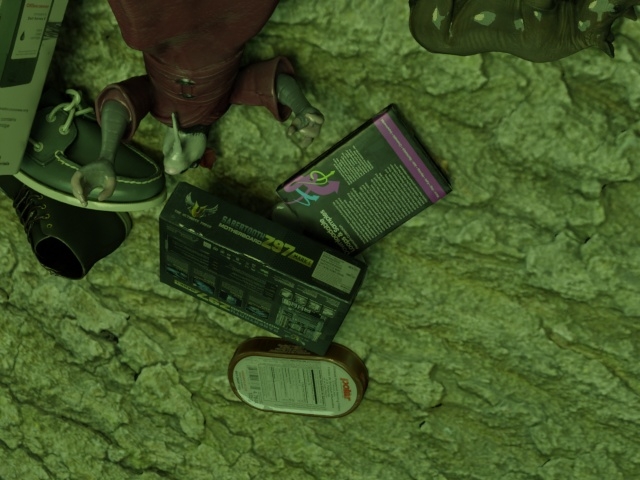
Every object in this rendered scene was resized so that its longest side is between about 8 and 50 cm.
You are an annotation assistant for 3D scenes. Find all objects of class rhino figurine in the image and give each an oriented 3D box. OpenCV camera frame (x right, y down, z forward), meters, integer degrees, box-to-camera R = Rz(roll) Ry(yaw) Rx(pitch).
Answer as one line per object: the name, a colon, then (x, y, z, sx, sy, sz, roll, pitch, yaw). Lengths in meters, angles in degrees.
rhino figurine: (0.197, -0.222, 0.797, 0.243, 0.073, 0.106, 7, 116, 11)

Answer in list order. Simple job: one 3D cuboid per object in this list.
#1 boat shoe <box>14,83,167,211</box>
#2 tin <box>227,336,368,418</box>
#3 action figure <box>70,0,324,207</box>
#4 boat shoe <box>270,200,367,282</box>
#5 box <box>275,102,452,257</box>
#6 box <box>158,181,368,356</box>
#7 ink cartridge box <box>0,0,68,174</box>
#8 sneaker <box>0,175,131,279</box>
boat shoe: (-0.319, -0.133, 0.976, 0.319, 0.116, 0.099, 26, 123, 9)
tin: (-0.032, 0.184, 1.114, 0.190, 0.040, 0.106, 2, 123, 15)
action figure: (-0.142, -0.200, 0.845, 0.248, 0.275, 0.370, -9, 153, -18)
boat shoe: (0.000, 0.000, 0.998, 0.142, 0.040, 0.049, 42, 98, -13)
box: (0.048, -0.059, 0.937, 0.162, 0.029, 0.116, -35, 105, 13)
box: (-0.075, 0.039, 0.986, 0.233, 0.059, 0.183, 25, 152, 3)
ink cartridge box: (-0.387, -0.238, 0.862, 0.211, 0.121, 0.289, 26, 105, 19)
sneaker: (-0.347, -0.050, 1.027, 0.222, 0.118, 0.083, 34, 122, -4)
